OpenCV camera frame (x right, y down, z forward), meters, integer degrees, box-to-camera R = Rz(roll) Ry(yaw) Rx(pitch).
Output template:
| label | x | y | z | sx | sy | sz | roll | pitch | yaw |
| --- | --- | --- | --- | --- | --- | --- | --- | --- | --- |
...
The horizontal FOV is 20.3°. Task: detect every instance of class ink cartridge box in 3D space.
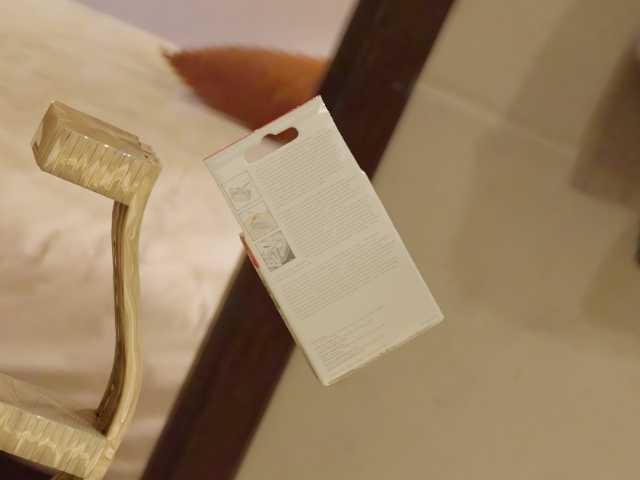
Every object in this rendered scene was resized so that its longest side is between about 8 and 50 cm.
| label | x | y | z | sx | sy | sz | roll | pitch | yaw |
| --- | --- | --- | --- | --- | --- | --- | --- | --- | --- |
| ink cartridge box | 0.000 | 0.000 | 0.795 | 0.115 | 0.063 | 0.029 | 61 | -5 | -5 |

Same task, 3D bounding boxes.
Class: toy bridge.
| label | x | y | z | sx | sy | sz | roll | pitch | yaw |
| --- | --- | --- | --- | --- | --- | --- | --- | --- | --- |
| toy bridge | -0.093 | 0.054 | 0.542 | 0.063 | 0.188 | 0.026 | 22 | 13 | -24 |
